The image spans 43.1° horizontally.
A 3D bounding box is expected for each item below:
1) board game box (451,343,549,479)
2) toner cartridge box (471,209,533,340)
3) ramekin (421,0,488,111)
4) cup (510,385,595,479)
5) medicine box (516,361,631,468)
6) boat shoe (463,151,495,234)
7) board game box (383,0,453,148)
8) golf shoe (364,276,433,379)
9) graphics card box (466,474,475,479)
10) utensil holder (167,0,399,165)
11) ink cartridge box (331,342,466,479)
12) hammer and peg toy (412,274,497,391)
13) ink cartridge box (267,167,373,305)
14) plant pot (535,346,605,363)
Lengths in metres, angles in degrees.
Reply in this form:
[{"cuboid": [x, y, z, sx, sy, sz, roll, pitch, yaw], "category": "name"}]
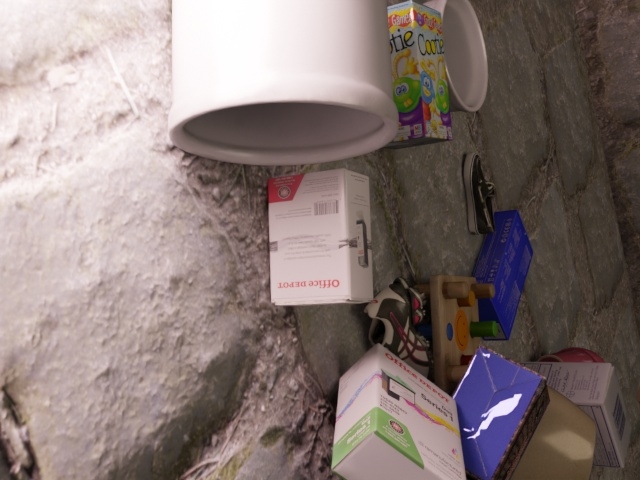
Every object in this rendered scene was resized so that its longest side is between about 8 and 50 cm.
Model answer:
[{"cuboid": [0.349, 0.371, 1.652, 0.232, 0.141, 0.291, -60, 156, -8], "category": "board game box"}, {"cuboid": [0.490, 0.090, 2.196, 0.165, 0.075, 0.348, 62, 39, -32], "category": "toner cartridge box"}, {"cuboid": [0.277, -0.427, 1.884, 0.277, 0.135, 0.277, 12, 76, -57], "category": "ramekin"}, {"cuboid": [0.514, 0.484, 1.920, 0.331, 0.237, 0.331, 11, 90, -77], "category": "cup"}, {"cuboid": [0.672, 0.474, 2.224, 0.149, 0.289, 0.263, -57, 131, -42], "category": "medicine box"}, {"cuboid": [0.425, -0.126, 2.131, 0.078, 0.070, 0.219, -6, 90, -58], "category": "boat shoe"}, {"cuboid": [0.175, -0.340, 1.702, 0.142, 0.144, 0.275, -5, 89, -57], "category": "board game box"}, {"cuboid": [0.154, 0.203, 1.655, 0.120, 0.105, 0.273, -27, 124, -21], "category": "golf shoe"}, {"cuboid": [0.143, 0.552, 1.492, 0.371, 0.094, 0.232, 7, 106, -58], "category": "graphics card box"}, {"cuboid": [-0.055, -0.333, 1.175, 0.327, 0.328, 0.385, 12, 75, -56], "category": "utensil holder"}, {"cuboid": [0.136, 0.333, 1.405, 0.201, 0.117, 0.278, 38, 20, -10], "category": "ink cartridge box"}, {"cuboid": [0.311, 0.259, 1.831, 0.266, 0.127, 0.361, 9, 78, -60], "category": "hammer and peg toy"}, {"cuboid": [0.000, 0.000, 1.362, 0.092, 0.159, 0.218, 10, 78, -57], "category": "ink cartridge box"}, {"cuboid": [0.742, 0.417, 2.454, 0.180, 0.201, 0.201, 14, 73, -39], "category": "plant pot"}]
